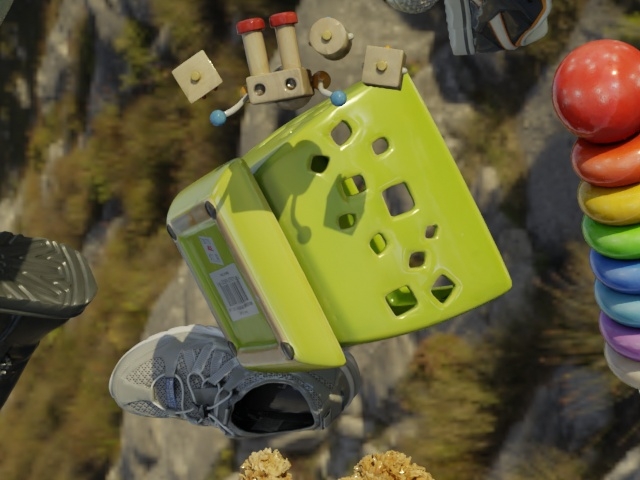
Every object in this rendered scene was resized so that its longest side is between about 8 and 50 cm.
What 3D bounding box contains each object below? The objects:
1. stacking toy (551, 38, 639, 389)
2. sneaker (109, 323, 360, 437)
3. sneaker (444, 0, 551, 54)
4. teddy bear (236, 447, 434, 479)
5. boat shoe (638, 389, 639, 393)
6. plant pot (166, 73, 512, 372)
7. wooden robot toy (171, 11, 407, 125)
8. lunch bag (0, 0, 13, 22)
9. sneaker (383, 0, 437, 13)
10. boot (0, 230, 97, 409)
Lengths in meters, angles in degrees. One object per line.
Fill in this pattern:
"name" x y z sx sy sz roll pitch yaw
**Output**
"stacking toy" 0.290 -0.028 1.136 0.141 0.141 0.330 46 160 61
"sneaker" -0.104 0.157 1.365 0.115 0.281 0.105 -58 -39 -63
"sneaker" 0.191 -0.317 1.404 0.321 0.128 0.126 56 -148 -67
"teddy bear" 0.028 0.288 1.123 0.113 0.338 0.245 -42 57 37
"boat shoe" 0.410 0.173 1.497 0.219 0.070 0.077 -90 -14 -49
"plant pot" 0.000 0.000 1.147 0.227 0.207 0.228 63 158 -4
"wooden robot toy" -0.019 -0.130 0.957 0.079 0.173 0.076 0 -97 -79
"lunch bag" -0.375 -0.302 1.282 0.262 0.160 0.223 -52 12 27
"sneaker" 0.068 -0.414 1.227 0.365 0.210 0.137 -70 -22 -2
"boot" -0.565 0.151 1.692 0.445 0.367 0.146 -44 43 32
